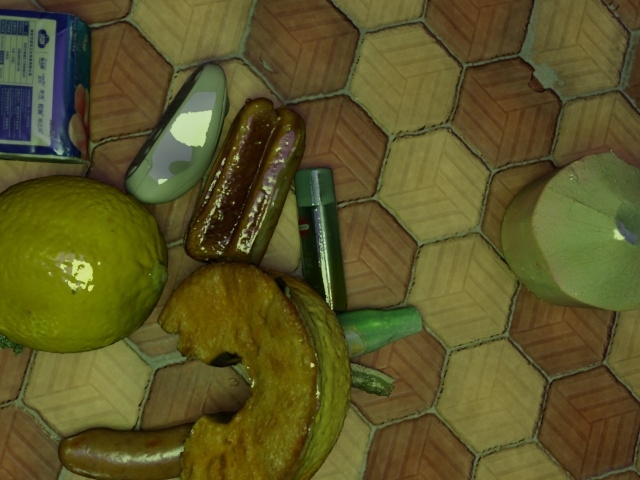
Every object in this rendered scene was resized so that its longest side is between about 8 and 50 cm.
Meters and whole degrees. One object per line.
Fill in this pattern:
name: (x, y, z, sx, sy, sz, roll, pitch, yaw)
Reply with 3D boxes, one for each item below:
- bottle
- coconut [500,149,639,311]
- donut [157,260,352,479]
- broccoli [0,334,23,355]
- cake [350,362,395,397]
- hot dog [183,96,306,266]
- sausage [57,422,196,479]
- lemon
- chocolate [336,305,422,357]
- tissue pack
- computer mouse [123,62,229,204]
bottle: (0.000, 0.000, 1.309, 0.082, 0.082, 0.285, -6, 89, -7)
coconut: (0.522, -0.013, 1.257, 0.298, 0.309, 0.297, 0, 88, -8)
donut: (-0.100, 0.248, 1.146, 0.164, 0.378, 0.434, 8, 70, -48)
broccoli: (-0.735, 0.220, 1.174, 0.361, 0.221, 0.252, -45, 124, -3)
cake: (0.088, 0.278, 1.327, 0.140, 0.055, 0.051, 18, 80, -8)
hot dog: (-0.141, -0.102, 1.275, 0.158, 0.117, 0.348, 21, 89, -5)
sausage: (-0.352, 0.399, 1.247, 0.271, 0.109, 0.108, 2, 88, -7)
lemon: (-0.435, 0.042, 1.146, 0.336, 0.336, 0.335, 0, 88, -7)
chocolate: (0.055, 0.186, 1.303, 0.291, 0.110, 0.110, -11, 90, -10)
tissue pack: (-0.541, -0.282, 1.229, 0.209, 0.137, 0.269, 1, 91, -7)
computer mouse: (-0.249, -0.187, 1.238, 0.121, 0.184, 0.296, 36, 81, -20)
